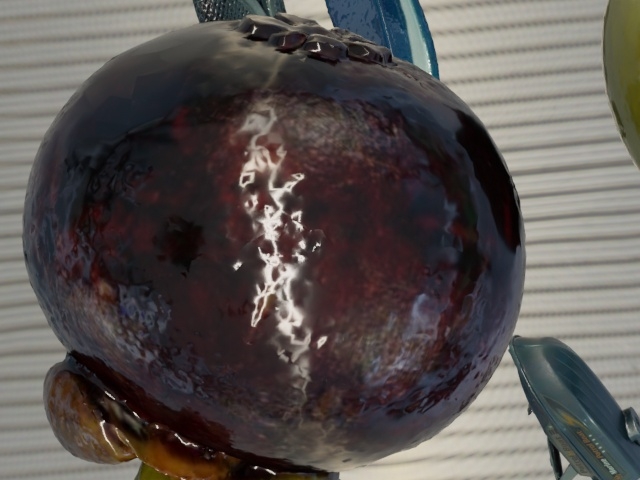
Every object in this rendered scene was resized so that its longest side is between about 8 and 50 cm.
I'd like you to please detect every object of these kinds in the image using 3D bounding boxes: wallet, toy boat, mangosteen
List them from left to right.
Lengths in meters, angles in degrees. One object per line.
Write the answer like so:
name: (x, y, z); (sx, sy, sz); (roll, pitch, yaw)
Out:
wallet: (-0.050, -0.149, 1.252); (0.026, 0.088, 0.129); (-4, 109, 39)
mangosteen: (-0.025, 0.016, 0.984); (0.297, 0.297, 0.293); (-7, 107, 2)
toy boat: (0.066, -0.238, 1.904); (0.096, 0.061, 0.299); (-48, 49, 38)
toy boat: (0.242, 0.166, 1.680); (0.103, 0.093, 0.246); (-25, 135, 18)

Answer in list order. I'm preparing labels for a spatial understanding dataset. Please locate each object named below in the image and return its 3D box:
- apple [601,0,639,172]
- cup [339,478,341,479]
apple: (0.348, -0.128, 1.213); (0.295, 0.233, 0.258); (1, 88, 13)
cup: (-0.031, 0.145, 1.119); (0.100, 0.077, 0.078); (12, 71, 40)
